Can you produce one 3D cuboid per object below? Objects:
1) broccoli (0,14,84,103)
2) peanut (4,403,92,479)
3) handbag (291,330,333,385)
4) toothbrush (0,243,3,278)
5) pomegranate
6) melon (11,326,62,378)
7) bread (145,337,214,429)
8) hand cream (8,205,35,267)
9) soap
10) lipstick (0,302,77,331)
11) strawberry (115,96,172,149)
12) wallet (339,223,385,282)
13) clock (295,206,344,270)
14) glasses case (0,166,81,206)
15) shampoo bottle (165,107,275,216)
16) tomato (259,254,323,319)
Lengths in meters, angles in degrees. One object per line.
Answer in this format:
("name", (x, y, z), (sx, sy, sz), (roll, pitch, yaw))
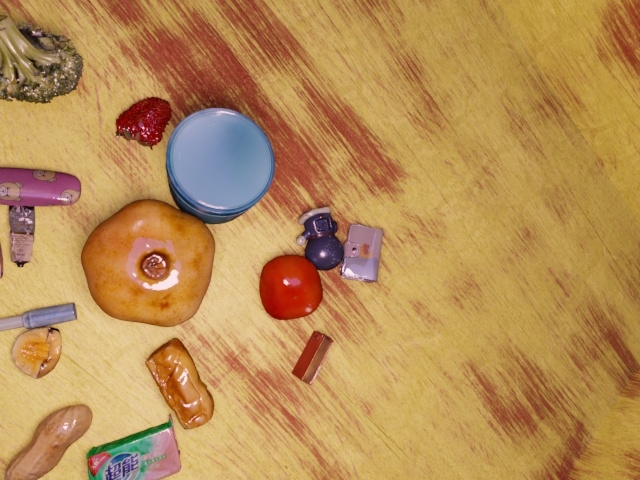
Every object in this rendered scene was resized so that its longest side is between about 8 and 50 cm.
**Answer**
("broccoli", (-0.927, -0.567, 1.307), (0.288, 0.235, 0.260), (-41, 124, -22))
("peanut", (-0.845, 0.634, 1.282), (0.130, 0.130, 0.290), (42, 73, -12))
("handbag", (-0.031, 0.446, 1.587), (0.062, 0.127, 0.190), (34, 76, -16))
("toothbrush", (-1.042, -0.037, 1.321), (0.031, 0.023, 0.321), (-5, 87, -17))
("pomegranate", (-0.523, 0.074, 1.309), (0.416, 0.416, 0.417), (2, 85, -19))
("melon", (-0.901, 0.345, 1.317), (0.128, 0.079, 0.161), (11, 85, -1))
("bread", (-0.470, 0.487, 1.404), (0.132, 0.167, 0.295), (-29, 95, -19))
("hand cream", (-0.971, -0.036, 1.339), (0.075, 0.052, 0.248), (2, 77, -45))
("soap", (-0.613, 0.726, 1.373), (0.273, 0.098, 0.218), (-12, 83, -22))
("lipstick", (-0.933, 0.254, 1.310), (0.273, 0.068, 0.061), (-9, 89, -22))
("strawberry", (-0.629, -0.441, 1.468), (0.167, 0.087, 0.208), (18, 78, -16))
("wallet", (0.171, 0.054, 1.722), (0.169, 0.069, 0.231), (11, 78, -1))
("clock", (0.000, 0.000, 1.630), (0.199, 0.146, 0.244), (-11, 82, -25))
("glasses case", (-0.947, -0.171, 1.320), (0.316, 0.076, 0.123), (1, 57, -25))
("shampoo bottle", (-0.355, -0.231, 1.412), (0.330, 0.342, 0.332), (2, 85, -20))
("tomato", (-0.107, 0.178, 1.537), (0.259, 0.180, 0.260), (-4, 111, -11))
